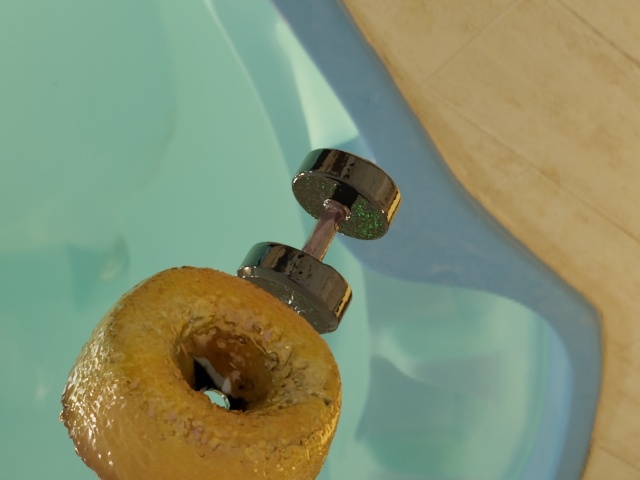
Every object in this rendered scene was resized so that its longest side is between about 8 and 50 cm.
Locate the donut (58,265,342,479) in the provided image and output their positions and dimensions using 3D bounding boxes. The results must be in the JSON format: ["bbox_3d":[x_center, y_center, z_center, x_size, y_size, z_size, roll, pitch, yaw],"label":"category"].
[{"bbox_3d":[-0.094,0.129,0.828,0.253,0.253,0.118,21,120,-13],"label":"donut"}]

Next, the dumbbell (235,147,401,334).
[{"bbox_3d":[0.000,0.000,1.295,0.152,0.218,0.152,24,155,12],"label":"dumbbell"}]
